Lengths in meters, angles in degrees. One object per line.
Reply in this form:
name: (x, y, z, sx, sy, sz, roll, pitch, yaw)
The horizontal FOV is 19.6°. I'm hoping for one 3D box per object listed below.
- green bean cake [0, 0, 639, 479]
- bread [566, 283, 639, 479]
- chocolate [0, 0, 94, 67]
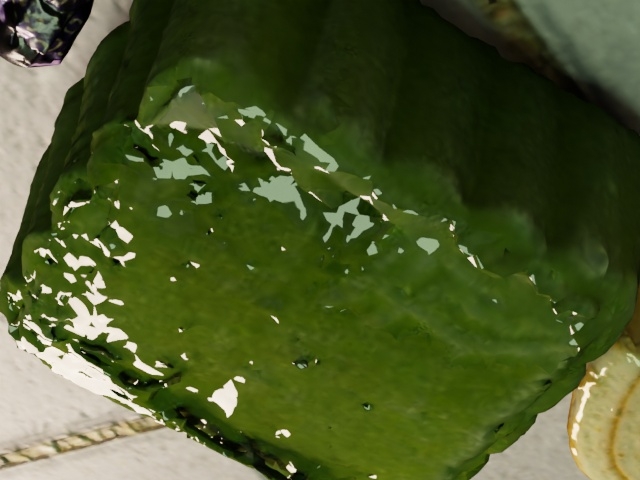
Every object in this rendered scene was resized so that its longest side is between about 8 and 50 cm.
green bean cake: (0.000, 0.000, 0.703, 0.214, 0.113, 0.200, 26, 139, -13)
bread: (0.164, 0.058, 0.755, 0.122, 0.073, 0.149, 16, 140, 0)
chocolate: (-0.082, -0.108, 0.651, 0.070, 0.072, 0.147, -8, 170, -44)
